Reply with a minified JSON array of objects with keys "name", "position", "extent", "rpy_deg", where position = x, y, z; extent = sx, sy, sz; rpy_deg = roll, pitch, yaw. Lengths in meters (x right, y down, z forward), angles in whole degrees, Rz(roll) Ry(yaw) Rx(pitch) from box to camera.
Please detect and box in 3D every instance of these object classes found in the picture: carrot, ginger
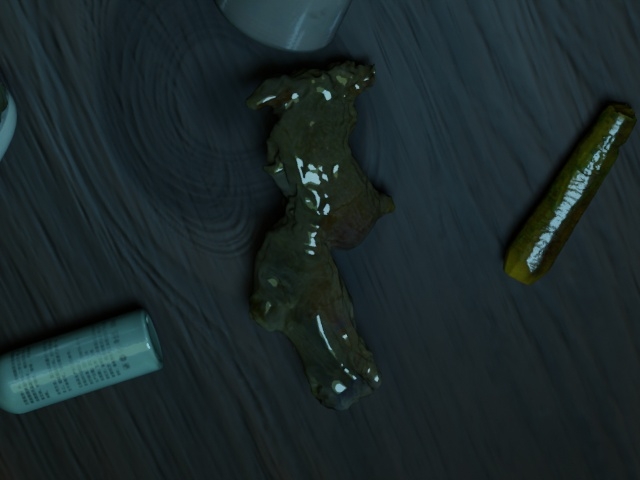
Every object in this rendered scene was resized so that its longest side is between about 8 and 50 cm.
[{"name":"carrot","position":[0.207,-0.040,1.483],"extent":[0.042,0.042,0.171],"rpy_deg":[27,105,-14]},{"name":"ginger","position":[0.000,-0.002,1.470],"extent":[0.122,0.084,0.290],"rpy_deg":[-10,108,-24]}]

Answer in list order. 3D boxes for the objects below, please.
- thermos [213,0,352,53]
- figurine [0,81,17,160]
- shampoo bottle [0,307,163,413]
[{"name":"thermos","position":[-0.007,-0.256,1.333],"extent":[0.105,0.137,0.193],"rpy_deg":[-2,138,-33]},{"name":"figurine","position":[-0.299,0.005,1.422],"extent":[0.250,0.166,0.141],"rpy_deg":[-45,131,-2]},{"name":"shampoo bottle","position":[-0.231,0.110,1.495],"extent":[0.195,0.056,0.056],"rpy_deg":[-17,111,2]}]
